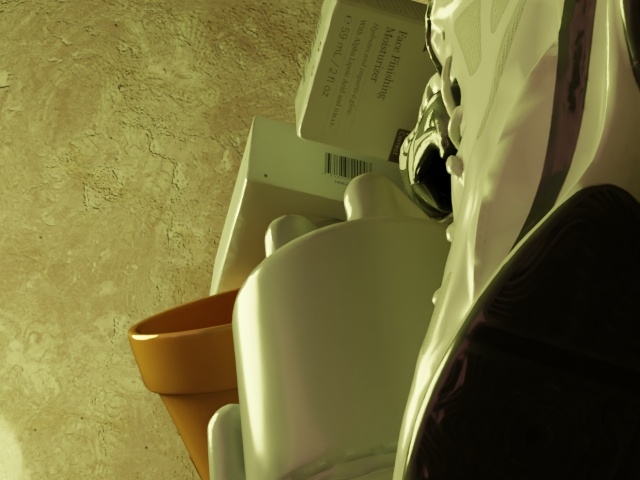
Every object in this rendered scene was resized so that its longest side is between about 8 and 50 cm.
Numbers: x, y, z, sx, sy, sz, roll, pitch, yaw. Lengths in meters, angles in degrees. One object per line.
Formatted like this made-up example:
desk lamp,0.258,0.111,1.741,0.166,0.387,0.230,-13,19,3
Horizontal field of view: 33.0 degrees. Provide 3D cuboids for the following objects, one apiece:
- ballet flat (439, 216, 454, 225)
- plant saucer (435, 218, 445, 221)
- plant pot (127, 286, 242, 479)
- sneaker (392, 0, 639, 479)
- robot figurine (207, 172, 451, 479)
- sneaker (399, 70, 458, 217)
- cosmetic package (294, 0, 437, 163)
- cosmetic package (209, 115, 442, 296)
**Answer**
ballet flat,0.105,0.077,0.982,0.068,0.072,0.213,136,147,-66
plant saucer,0.051,0.010,1.101,0.168,0.169,0.029,169,87,-81
plant pot,-0.030,0.152,1.089,0.291,0.291,0.203,-165,62,-82
sneaker,0.128,-0.011,0.556,0.257,0.169,0.447,-141,68,-77
robot figurine,0.048,0.126,0.717,0.300,0.200,0.353,-29,48,26
sneaker,0.114,-0.063,1.015,0.234,0.078,0.106,99,180,-64
cosmetic package,0.079,-0.175,1.155,0.151,0.184,0.151,-95,20,-68
cosmetic package,0.000,0.000,1.280,0.138,0.224,0.224,-88,14,-53
